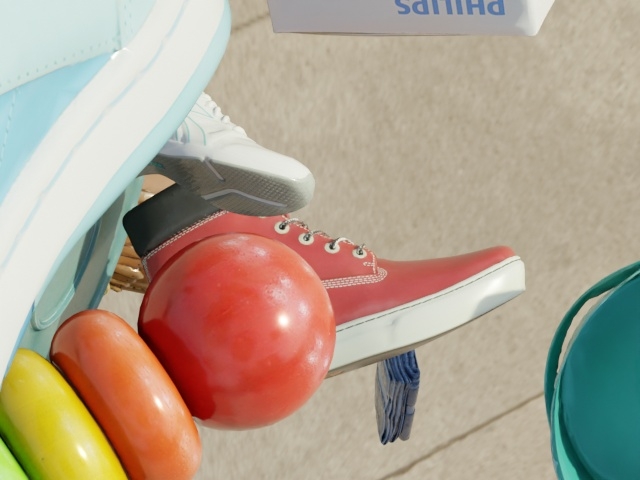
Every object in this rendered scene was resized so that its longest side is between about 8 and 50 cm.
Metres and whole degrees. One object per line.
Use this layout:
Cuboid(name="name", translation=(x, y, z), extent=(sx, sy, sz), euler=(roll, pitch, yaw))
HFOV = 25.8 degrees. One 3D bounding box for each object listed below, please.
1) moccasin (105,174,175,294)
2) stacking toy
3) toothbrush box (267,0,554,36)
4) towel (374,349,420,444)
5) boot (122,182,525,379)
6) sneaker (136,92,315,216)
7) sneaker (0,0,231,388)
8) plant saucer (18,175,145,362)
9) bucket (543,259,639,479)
Cuboid(name="moccasin", translation=(-0.220, -0.024, 1.128), extent=(0.380, 0.139, 0.147), euler=(26, 32, -29))
Cuboid(name="stacking toy", translation=(-0.138, 0.100, 0.592), extent=(0.330, 0.141, 0.141), euler=(-34, 79, -18))
Cuboid(name="toothbrush box", translation=(0.047, -0.262, 0.581), extent=(0.126, 0.295, 0.216), euler=(4, 38, 24))
Cuboid(name="towel", translation=(0.064, 0.123, 1.208), extent=(0.029, 0.119, 0.067), euler=(-6, 55, -6))
Cuboid(name="boot", translation=(0.000, 0.000, 0.916), extent=(0.244, 0.088, 0.176), euler=(-17, 79, -1))
Cuboid(name="sneaker", translation=(-0.069, -0.058, 0.768), extent=(0.152, 0.053, 0.061), euler=(17, 62, 19))
Cuboid(name="sneaker", translation=(-0.146, -0.048, 0.317), extent=(0.127, 0.208, 0.319), euler=(-2, 42, 26))
Cuboid(name="plant saucer", translation=(-0.178, 0.004, 0.901), extent=(0.044, 0.317, 0.317), euler=(22, 73, 5))
Cuboid(name="bucket", translation=(0.316, 0.139, 1.150), extent=(0.281, 0.183, 0.281), euler=(0, 91, 7))
